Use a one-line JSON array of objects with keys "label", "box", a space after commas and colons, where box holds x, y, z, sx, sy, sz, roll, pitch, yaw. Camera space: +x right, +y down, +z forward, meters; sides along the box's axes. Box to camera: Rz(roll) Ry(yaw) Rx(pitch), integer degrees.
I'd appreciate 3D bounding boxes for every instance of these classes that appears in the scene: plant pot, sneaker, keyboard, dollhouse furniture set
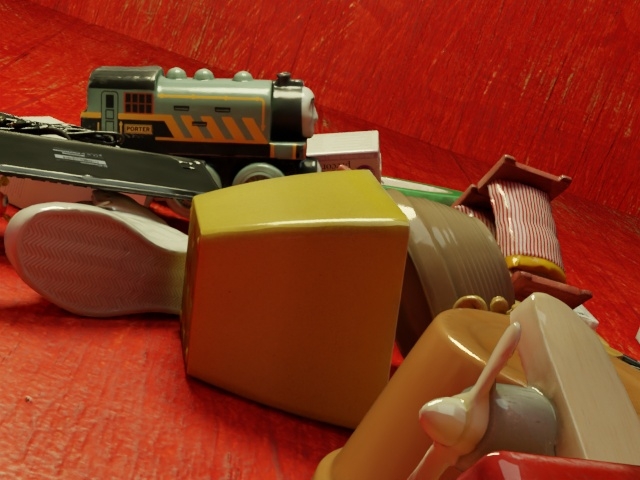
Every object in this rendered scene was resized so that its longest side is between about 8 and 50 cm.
[{"label": "plant pot", "box": [0.143, 0.181, 0.950, 0.290, 0.204, 0.291, 20, 12, -4]}, {"label": "sneaker", "box": [-0.240, 0.005, 1.343, 0.169, 0.108, 0.292, 27, 6, 39]}, {"label": "keyboard", "box": [-0.276, -0.092, 1.444, 0.317, 0.033, 0.201, 8, 21, -22]}, {"label": "dollhouse furniture set", "box": [0.151, -0.011, 1.672, 0.374, 0.152, 0.201, 14, 52, -27]}, {"label": "plant pot", "box": [-0.038, 0.048, 1.266, 0.187, 0.212, 0.212, 4, 16, -10]}, {"label": "plant pot", "box": [0.134, 0.047, 1.374, 0.109, 0.237, 0.237, -19, 22, -9]}]

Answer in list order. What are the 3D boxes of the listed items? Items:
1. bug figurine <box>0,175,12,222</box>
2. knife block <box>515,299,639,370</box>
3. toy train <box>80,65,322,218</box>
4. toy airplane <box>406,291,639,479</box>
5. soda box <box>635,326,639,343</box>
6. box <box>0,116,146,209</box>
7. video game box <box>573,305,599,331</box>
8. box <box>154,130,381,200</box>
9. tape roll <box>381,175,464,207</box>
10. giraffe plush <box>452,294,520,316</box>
[{"label": "bug figurine", "box": [-0.418, -0.035, 1.279, 0.216, 0.072, 0.279, 18, 13, -8]}, {"label": "knife block", "box": [0.281, 0.157, 1.518, 0.275, 0.088, 0.242, 18, 12, -14]}, {"label": "toy train", "box": [-0.163, -0.131, 1.694, 0.333, 0.190, 0.142, 2, 14, 1]}, {"label": "toy airplane", "box": [0.175, 0.231, 0.667, 0.384, 0.272, 0.386, 60, 17, -4]}, {"label": "soda box", "box": [0.540, 0.157, 1.949, 0.069, 0.074, 0.216, 20, 12, -1]}, {"label": "box", "box": [-0.314, -0.081, 1.585, 0.170, 0.091, 0.130, 24, 13, 18]}, {"label": "video game box", "box": [0.301, 0.083, 1.950, 0.187, 0.048, 0.205, 20, 12, -10]}, {"label": "box", "box": [-0.077, -0.104, 1.809, 0.323, 0.063, 0.067, -4, 32, 3]}, {"label": "tape roll", "box": [0.079, -0.058, 1.981, 0.321, 0.077, 0.321, 10, 6, -1]}, {"label": "giraffe plush", "box": [0.179, 0.149, 1.208, 0.181, 0.171, 0.210, 10, 16, -36]}]
